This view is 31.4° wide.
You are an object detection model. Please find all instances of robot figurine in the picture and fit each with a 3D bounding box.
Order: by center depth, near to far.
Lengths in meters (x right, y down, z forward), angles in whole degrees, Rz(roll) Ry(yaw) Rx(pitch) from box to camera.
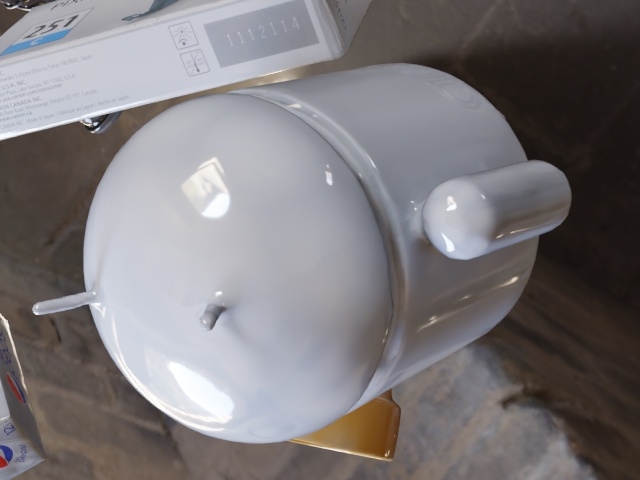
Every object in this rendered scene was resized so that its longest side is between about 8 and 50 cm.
[{"bbox_3d":[0.000,0.000,0.701,0.353,0.300,0.200,-20,95,-52],"label":"robot figurine"}]

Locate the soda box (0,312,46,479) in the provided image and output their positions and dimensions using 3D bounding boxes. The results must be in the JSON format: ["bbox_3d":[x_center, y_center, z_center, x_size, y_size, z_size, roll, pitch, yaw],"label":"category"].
[{"bbox_3d":[-0.441,0.180,1.468,0.091,0.286,0.098,-29,133,-4],"label":"soda box"}]

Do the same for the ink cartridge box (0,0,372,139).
[{"bbox_3d":[-0.096,-0.188,0.898,0.296,0.261,0.066,-10,119,22],"label":"ink cartridge box"}]

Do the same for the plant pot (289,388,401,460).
[{"bbox_3d":[-0.009,0.111,1.159,0.205,0.205,0.188,19,77,-33],"label":"plant pot"}]

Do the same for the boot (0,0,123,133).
[{"bbox_3d":[-0.288,-0.237,1.099,0.229,0.091,0.263,0,107,-34],"label":"boot"}]
